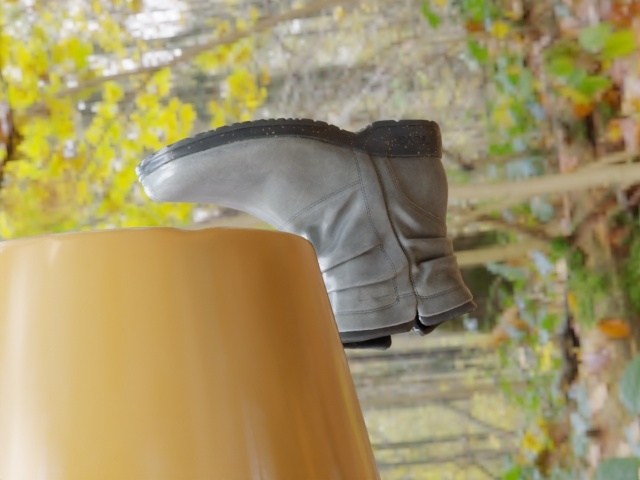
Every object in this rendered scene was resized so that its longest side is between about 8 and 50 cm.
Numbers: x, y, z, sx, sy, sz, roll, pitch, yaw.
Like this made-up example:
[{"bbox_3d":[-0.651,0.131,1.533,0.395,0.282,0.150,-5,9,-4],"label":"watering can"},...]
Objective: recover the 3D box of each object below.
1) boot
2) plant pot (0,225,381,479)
[{"bbox_3d":[0.000,0.000,0.914,0.083,0.247,0.161,-27,69,61],"label":"boot"},{"bbox_3d":[-0.059,0.096,0.443,0.205,0.205,0.188,33,-128,-78],"label":"plant pot"}]
